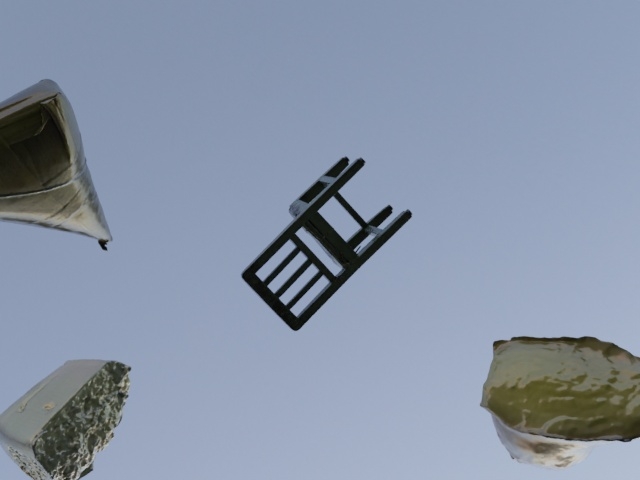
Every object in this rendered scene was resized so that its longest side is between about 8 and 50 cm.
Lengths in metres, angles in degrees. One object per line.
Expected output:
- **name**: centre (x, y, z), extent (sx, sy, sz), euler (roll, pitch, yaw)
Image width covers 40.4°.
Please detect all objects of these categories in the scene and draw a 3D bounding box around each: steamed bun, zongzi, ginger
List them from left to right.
- **zongzi**: centre (-0.382, -0.046, 1.054), extent (0.228, 0.115, 0.256), euler (-27, -41, -19)
- **steamed bun**: centre (-0.411, 0.310, 1.470), extent (0.225, 0.200, 0.170), euler (-45, -60, -35)
- **ginger**: centre (0.265, 0.180, 0.880), extent (0.115, 0.193, 0.123), euler (-55, -47, -40)

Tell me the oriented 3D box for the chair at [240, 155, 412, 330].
- **chair**: centre (0.000, 0.000, 1.424), extent (0.270, 0.147, 0.136), euler (-45, -78, -4)
